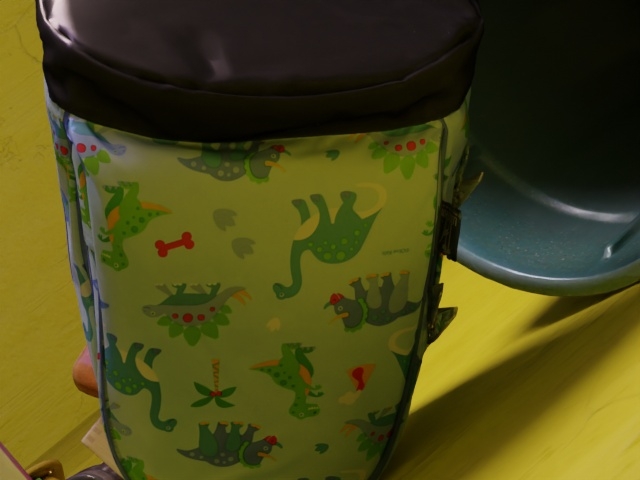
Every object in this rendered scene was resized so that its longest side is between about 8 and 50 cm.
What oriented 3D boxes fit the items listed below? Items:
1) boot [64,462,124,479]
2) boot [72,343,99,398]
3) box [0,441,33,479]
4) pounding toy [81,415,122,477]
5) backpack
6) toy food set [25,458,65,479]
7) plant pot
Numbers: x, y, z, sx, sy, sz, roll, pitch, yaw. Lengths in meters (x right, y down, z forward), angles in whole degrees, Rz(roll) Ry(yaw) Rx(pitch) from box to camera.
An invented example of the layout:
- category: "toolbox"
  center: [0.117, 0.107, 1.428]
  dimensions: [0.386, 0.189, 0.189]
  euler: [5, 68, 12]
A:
- category: "boot"
  center: [-0.261, 0.295, 1.800]
  dimensions: [0.263, 0.091, 0.229]
  euler: [-32, 0, 22]
- category: "boot"
  center: [-0.071, 0.086, 1.526]
  dimensions: [0.264, 0.096, 0.280]
  euler: [-51, 36, -15]
- category: "box"
  center: [-0.489, 0.328, 2.054]
  dimensions: [0.213, 0.243, 0.117]
  euler: [-40, 35, -11]
- category: "pounding toy"
  center: [-0.149, 0.194, 1.611]
  dimensions: [0.100, 0.130, 0.141]
  euler: [-50, -1, 22]
- category: "backpack"
  center: [-0.043, 0.013, 1.074]
  dimensions: [0.356, 0.290, 0.273]
  euler: [100, 166, -45]
- category: "toy food set"
  center: [-0.428, 0.399, 2.244]
  dimensions: [0.218, 0.071, 0.128]
  euler: [-37, -21, -20]
- category: "plant pot"
  center: [0.228, -0.182, 1.163]
  dimensions: [0.334, 0.341, 0.341]
  euler: [-30, -2, -38]
